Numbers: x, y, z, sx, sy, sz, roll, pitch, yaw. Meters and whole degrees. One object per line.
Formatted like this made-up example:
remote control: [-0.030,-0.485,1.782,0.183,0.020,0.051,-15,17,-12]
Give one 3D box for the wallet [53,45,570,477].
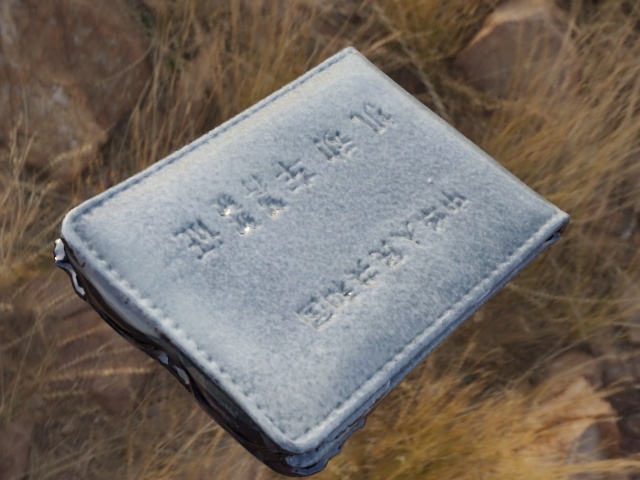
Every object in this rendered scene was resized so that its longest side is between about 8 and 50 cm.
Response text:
wallet: [0.000,-0.002,0.573,0.167,0.036,0.222,41,55,19]
